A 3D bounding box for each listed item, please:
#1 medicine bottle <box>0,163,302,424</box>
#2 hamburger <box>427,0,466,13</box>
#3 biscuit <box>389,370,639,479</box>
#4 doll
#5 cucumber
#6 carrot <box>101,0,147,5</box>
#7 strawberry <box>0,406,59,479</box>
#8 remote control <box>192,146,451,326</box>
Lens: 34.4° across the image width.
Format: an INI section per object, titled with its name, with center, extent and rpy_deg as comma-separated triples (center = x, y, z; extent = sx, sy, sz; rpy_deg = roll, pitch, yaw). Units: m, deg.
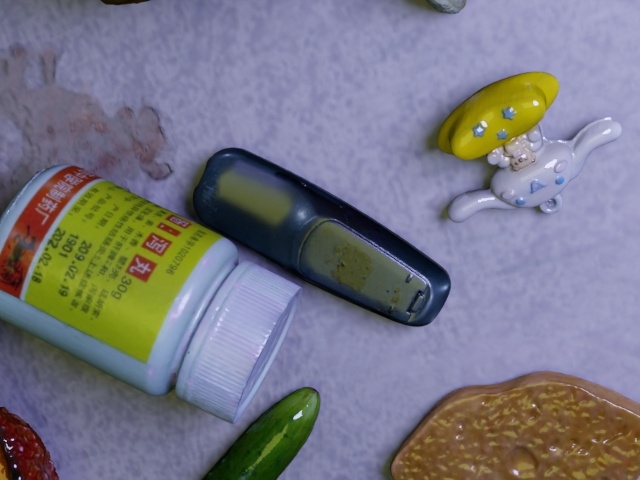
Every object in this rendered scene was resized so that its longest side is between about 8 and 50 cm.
[medicine bottle]
center = -0.141, 0.042, 0.823
extent = 0.225, 0.139, 0.139
rpy_deg = 26, 110, 6
[hamburger]
center = 0.070, -0.217, 0.726
extent = 0.054, 0.084, 0.121
rpy_deg = -33, 94, 22
[biscuit]
center = 0.166, 0.178, 0.843
extent = 0.221, 0.029, 0.141
rpy_deg = -18, 99, 18
[doll]
center = 0.141, -0.063, 0.770
extent = 0.113, 0.071, 0.135
rpy_deg = 30, 118, -15
[cucumber]
center = -0.080, 0.222, 0.905
extent = 0.056, 0.056, 0.250
rpy_deg = 38, 110, 2
[carrot]
center = -0.039, -0.285, 0.620
extent = 0.341, 0.241, 0.241
rpy_deg = -7, 105, 42
[strawberry]
center = -0.292, 0.236, 0.947
extent = 0.140, 0.085, 0.192
rpy_deg = -23, 94, 27
[remote control]
center = 0.000, 0.000, 0.827
extent = 0.222, 0.042, 0.072
rpy_deg = 29, 108, 4
